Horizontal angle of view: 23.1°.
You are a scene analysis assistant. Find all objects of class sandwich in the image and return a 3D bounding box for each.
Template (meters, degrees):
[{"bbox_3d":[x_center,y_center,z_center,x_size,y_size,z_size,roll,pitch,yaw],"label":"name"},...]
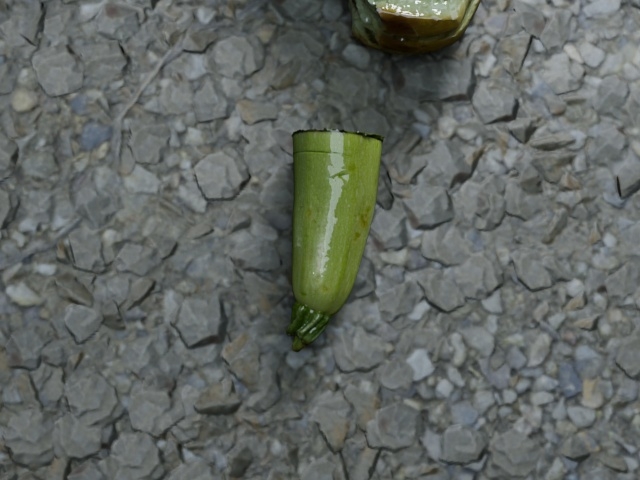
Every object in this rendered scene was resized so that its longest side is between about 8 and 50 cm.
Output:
[{"bbox_3d":[0.033,-0.327,1.591,0.288,0.099,0.254,11,78,-2],"label":"sandwich"}]

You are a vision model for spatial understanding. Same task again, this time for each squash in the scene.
[{"bbox_3d":[0.000,0.000,1.542,0.094,0.094,0.224,10,85,-1],"label":"squash"}]
